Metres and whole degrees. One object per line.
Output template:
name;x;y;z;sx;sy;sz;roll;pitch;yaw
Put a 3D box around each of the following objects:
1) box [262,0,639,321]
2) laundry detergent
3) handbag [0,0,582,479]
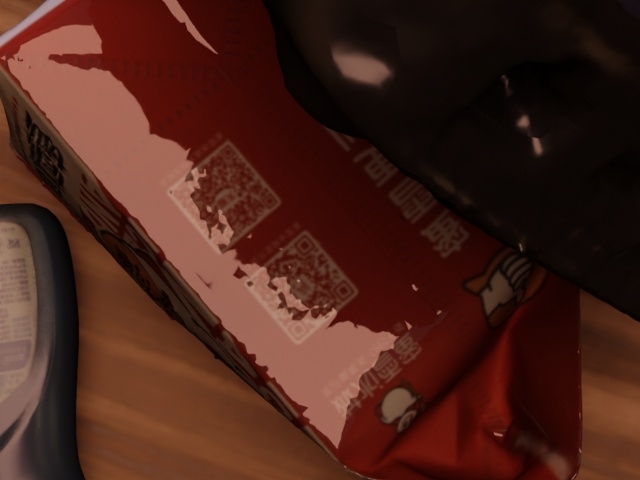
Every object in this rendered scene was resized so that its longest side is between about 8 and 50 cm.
box;0.048;-0.123;0.501;0.091;0.359;0.350;-43;53;18
laundry detergent;-0.156;0.089;0.614;0.097;0.061;0.206;-6;81;-8
handbag;0.000;0.000;0.594;0.151;0.171;0.298;-42;90;-13
